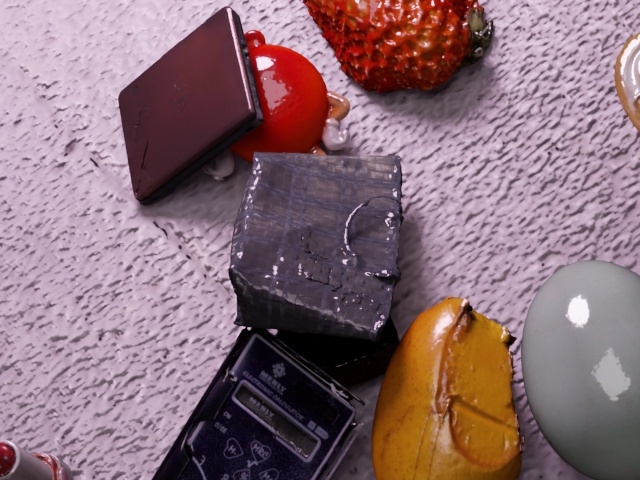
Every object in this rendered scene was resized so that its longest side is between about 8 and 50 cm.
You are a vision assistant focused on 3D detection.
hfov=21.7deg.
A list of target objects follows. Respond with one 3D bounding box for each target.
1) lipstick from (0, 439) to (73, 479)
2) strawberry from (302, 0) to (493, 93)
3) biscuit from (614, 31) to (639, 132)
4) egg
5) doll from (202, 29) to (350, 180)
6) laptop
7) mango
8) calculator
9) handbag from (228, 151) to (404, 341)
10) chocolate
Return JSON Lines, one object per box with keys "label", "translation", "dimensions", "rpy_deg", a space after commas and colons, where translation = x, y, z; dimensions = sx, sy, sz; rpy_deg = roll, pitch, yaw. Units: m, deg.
{"label": "lipstick", "translation": [-0.309, 0.238, 1.719], "dimensions": [0.057, 0.186, 0.063], "rpy_deg": [-13, 68, 8]}
{"label": "strawberry", "translation": [0.071, -0.258, 1.863], "dimensions": [0.236, 0.107, 0.175], "rpy_deg": [7, 71, 16]}
{"label": "biscuit", "translation": [0.499, -0.185, 1.760], "dimensions": [0.343, 0.057, 0.287], "rpy_deg": [-34, 66, -1]}
{"label": "egg", "translation": [0.282, 0.127, 1.631], "dimensions": [0.168, 0.168, 0.231], "rpy_deg": [-17, 62, 7]}
{"label": "doll", "translation": [-0.054, -0.125, 1.859], "dimensions": [0.183, 0.085, 0.217], "rpy_deg": [-24, 83, 7]}
{"label": "laptop", "translation": [-0.148, -0.150, 1.862], "dimensions": [0.207, 0.026, 0.154], "rpy_deg": [-33, 58, 37]}
{"label": "mango", "translation": [0.129, 0.187, 1.671], "dimensions": [0.154, 0.126, 0.252], "rpy_deg": [10, 79, 7]}
{"label": "calculator", "translation": [-0.078, 0.237, 1.708], "dimensions": [0.165, 0.028, 0.274], "rpy_deg": [36, 102, 22]}
{"label": "handbag", "translation": [0.000, 0.000, 1.720], "dimensions": [0.175, 0.089, 0.270], "rpy_deg": [2, 45, 7]}
{"label": "chocolate", "translation": [0.034, 0.092, 1.752], "dimensions": [0.125, 0.080, 0.149], "rpy_deg": [15, 66, 23]}
